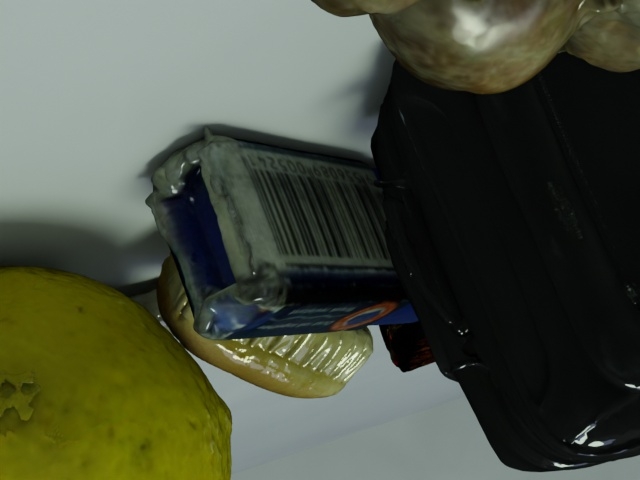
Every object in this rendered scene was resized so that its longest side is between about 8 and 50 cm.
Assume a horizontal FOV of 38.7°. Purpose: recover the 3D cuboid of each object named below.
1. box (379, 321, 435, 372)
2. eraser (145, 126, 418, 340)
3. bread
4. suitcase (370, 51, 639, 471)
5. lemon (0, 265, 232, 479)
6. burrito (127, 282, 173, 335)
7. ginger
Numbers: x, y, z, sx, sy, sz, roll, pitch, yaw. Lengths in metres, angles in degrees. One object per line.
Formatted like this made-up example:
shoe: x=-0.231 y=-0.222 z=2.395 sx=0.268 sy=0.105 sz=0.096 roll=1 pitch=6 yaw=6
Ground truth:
box: x=0.291 y=0.046 z=1.298 sx=0.415 sy=0.115 sz=0.264 roll=-19 pitch=162 yaw=-9
eraser: x=0.000 y=0.000 z=0.823 sx=0.101 sy=0.155 sz=0.332 roll=-32 pitch=159 yaw=31
bread: x=-0.058 y=0.077 z=0.904 sx=0.236 sy=0.140 sz=0.106 roll=31 pitch=103 yaw=-37
suitcase: x=0.222 y=-0.016 z=0.723 sx=0.339 sy=0.345 sz=0.188 roll=-18 pitch=166 yaw=-10
lemon: x=-0.250 y=0.188 z=0.777 sx=0.350 sy=0.350 sz=0.387 roll=-31 pitch=176 yaw=26
burrito: x=-0.157 y=0.074 z=0.986 sx=0.226 sy=0.060 sz=0.087 roll=-15 pitch=155 yaw=-18
ginger: x=0.125 y=-0.169 z=0.492 sx=0.304 sy=0.155 sz=0.244 roll=-20 pitch=162 yaw=-7
